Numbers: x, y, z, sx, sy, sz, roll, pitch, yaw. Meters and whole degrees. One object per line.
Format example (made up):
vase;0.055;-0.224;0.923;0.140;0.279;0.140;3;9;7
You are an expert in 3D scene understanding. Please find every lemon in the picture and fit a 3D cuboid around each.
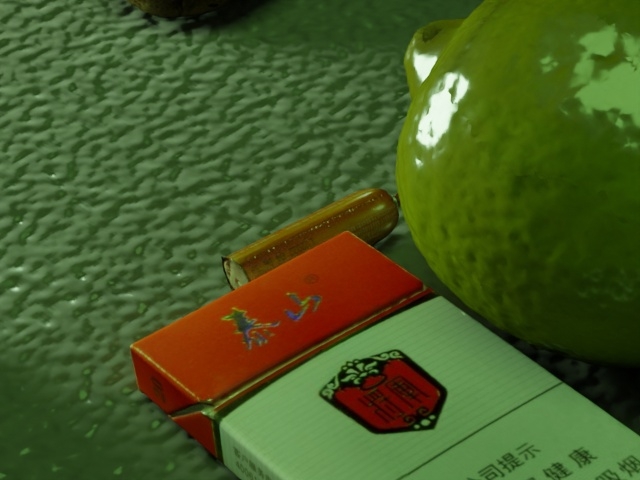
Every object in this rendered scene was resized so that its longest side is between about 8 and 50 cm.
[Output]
lemon;0.143;-0.031;0.904;0.248;0.184;0.184;27;48;28

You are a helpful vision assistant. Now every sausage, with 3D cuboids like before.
sausage;0.000;0.000;1.000;0.107;0.031;0.031;-28;43;-28

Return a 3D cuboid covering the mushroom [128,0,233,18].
mushroom;-0.077;-0.183;1.228;0.123;0.052;0.123;-7;43;7

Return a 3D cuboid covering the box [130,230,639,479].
box;0.037;0.086;0.881;0.139;0.035;0.245;-27;44;-26
